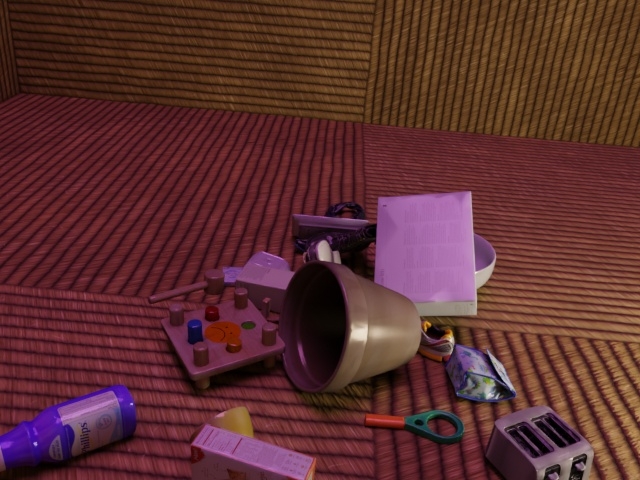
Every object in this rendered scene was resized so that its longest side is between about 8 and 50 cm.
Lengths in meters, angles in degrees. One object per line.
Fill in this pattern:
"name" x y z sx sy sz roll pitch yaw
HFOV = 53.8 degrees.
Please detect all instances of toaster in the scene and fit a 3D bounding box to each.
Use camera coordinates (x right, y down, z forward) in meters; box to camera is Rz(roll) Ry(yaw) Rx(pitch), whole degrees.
"toaster" 0.465 0.456 1.361 0.168 0.110 0.186 -8 30 -25

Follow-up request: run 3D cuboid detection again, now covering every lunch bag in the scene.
"lunch bag" 0.412 0.341 1.605 0.151 0.096 0.129 16 23 -9

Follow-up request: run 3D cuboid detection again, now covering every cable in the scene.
"cable" 0.096 -0.102 2.466 0.150 0.047 0.184 7 29 16

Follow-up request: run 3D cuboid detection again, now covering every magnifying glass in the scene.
"magnifying glass" 0.219 0.429 1.471 0.230 0.026 0.092 7 27 -1

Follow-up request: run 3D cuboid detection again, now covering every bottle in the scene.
"bottle" -0.529 0.394 1.306 0.282 0.118 0.092 -13 33 -33

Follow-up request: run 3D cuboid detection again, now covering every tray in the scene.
"tray" 0.031 -0.034 2.241 0.270 0.145 0.030 5 60 -1

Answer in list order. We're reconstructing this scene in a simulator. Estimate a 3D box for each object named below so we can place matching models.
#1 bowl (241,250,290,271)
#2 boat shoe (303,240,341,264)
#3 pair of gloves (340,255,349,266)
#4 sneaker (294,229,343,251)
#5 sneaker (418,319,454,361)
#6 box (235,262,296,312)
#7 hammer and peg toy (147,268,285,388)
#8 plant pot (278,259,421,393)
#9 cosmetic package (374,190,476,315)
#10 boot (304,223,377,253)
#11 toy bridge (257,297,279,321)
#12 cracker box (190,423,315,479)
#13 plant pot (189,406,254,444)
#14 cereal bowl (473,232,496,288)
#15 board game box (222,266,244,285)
"bowl" -0.170 0.086 2.014 0.142 0.053 0.142 20 25 8
"boat shoe" -0.002 0.067 1.944 0.091 0.109 0.305 -8 -10 11
"pair of gloves" 0.053 0.075 2.143 0.083 0.010 0.074 -3 26 -20
"sneaker" 0.000 0.000 2.204 0.188 0.078 0.067 -2 28 -12
"sneaker" 0.264 0.252 1.743 0.225 0.093 0.088 15 29 19
"box" -0.109 0.152 1.874 0.275 0.094 0.113 11 28 11
"hammer and peg toy" -0.286 0.226 1.668 0.265 0.127 0.361 -13 32 -28
"plant pot" 0.091 0.221 1.591 0.280 0.323 0.323 8 23 -30
"cosmetic package" 0.307 0.037 1.858 0.284 0.097 0.377 -1 57 12
"boot" 0.099 -0.009 2.069 0.262 0.091 0.229 -10 -7 -23
"toy bridge" -0.158 0.196 1.812 0.188 0.063 0.026 17 29 19
"cracker box" -0.131 0.459 1.206 0.232 0.156 0.067 12 29 15
"plant pot" -0.192 0.426 1.316 0.134 0.134 0.095 -15 59 -34
"cereal bowl" 0.389 0.078 2.049 0.338 0.141 0.339 4 27 -2
"board game box" -0.266 0.115 2.001 0.090 0.020 0.090 1 27 -7
